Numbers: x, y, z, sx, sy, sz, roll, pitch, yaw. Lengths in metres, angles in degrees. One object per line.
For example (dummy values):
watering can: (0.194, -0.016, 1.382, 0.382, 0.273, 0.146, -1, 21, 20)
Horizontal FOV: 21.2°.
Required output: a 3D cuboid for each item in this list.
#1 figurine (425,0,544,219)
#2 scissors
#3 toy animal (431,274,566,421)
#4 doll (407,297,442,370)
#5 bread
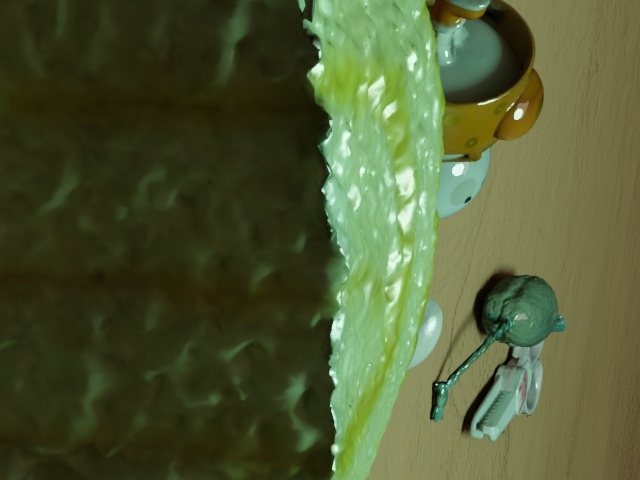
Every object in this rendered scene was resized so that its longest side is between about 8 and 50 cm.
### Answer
figurine: (0.077, -0.095, 1.274, 0.271, 0.143, 0.143, -54, -174, 50)
scissors: (0.200, 0.155, 1.798, 0.242, 0.030, 0.118, -37, 131, -64)
toy animal: (0.179, 0.090, 1.675, 0.253, 0.070, 0.079, -38, 117, -56)
doll: (0.037, 0.083, 1.229, 0.160, 0.059, 0.161, -56, -178, 45)
bread: (-0.077, -0.076, 0.723, 0.264, 0.239, 0.395, -63, 156, -56)
